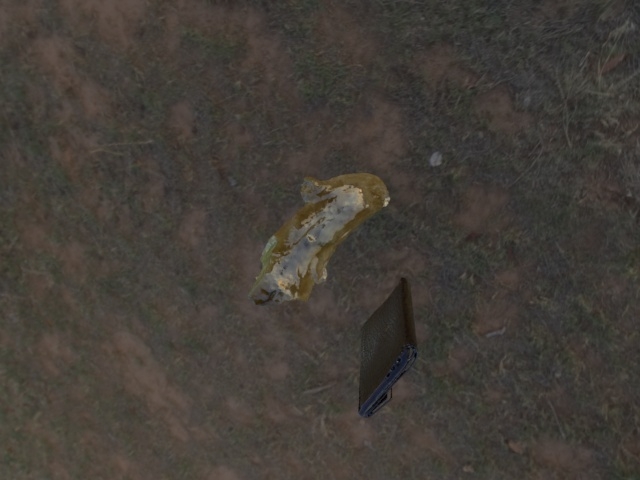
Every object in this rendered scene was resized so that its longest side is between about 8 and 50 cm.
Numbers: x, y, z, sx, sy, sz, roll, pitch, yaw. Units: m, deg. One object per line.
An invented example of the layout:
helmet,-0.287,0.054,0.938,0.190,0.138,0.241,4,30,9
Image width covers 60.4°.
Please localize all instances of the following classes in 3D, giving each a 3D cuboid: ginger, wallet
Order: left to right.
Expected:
ginger,-0.005,-0.004,0.416,0.057,0.137,0.044,35,168,26
wallet,0.105,0.157,0.853,0.039,0.243,0.133,33,108,-4
